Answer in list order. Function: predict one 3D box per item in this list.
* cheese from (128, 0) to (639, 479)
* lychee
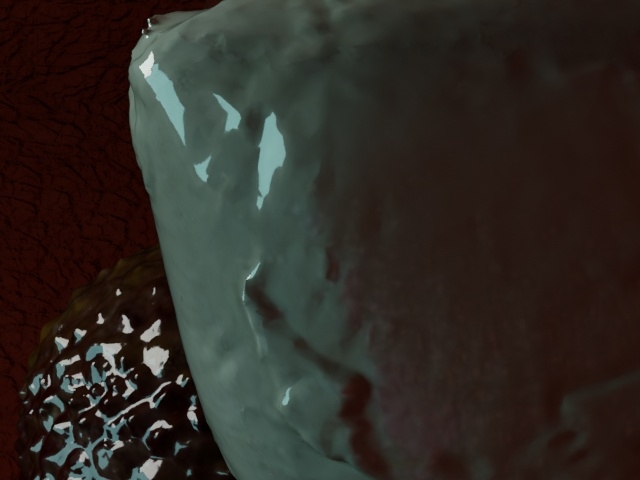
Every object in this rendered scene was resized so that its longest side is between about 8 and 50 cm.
[{"bbox_3d":[0.048,0.013,0.540,0.154,0.198,0.189,-110,17,-77],"label":"cheese"},{"bbox_3d":[-0.051,0.116,1.032,0.260,0.261,0.260,-174,90,-83],"label":"lychee"}]
